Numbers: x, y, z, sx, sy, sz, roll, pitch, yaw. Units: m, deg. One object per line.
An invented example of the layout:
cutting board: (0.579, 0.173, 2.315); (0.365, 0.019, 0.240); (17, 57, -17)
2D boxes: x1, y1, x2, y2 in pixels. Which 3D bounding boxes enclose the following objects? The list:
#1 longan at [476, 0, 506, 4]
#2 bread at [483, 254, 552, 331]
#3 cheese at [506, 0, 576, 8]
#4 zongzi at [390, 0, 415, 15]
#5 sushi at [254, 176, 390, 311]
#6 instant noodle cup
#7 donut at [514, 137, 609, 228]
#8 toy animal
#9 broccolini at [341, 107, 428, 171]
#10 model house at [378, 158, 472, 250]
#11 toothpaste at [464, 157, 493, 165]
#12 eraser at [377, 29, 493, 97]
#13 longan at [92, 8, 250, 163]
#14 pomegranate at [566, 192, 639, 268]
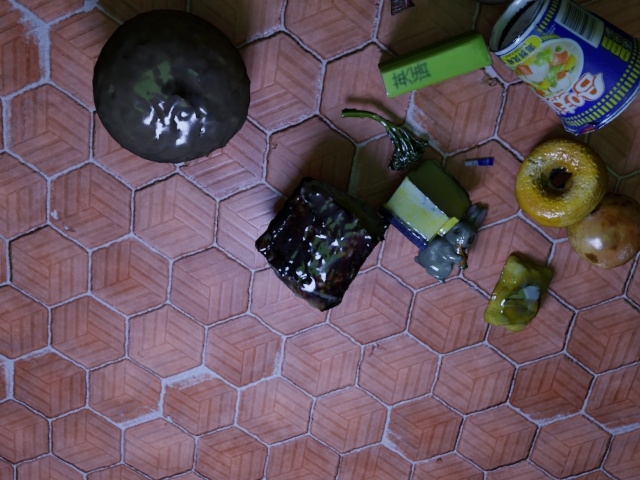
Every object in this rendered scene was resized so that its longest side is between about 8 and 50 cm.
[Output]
longan: (0.428, -0.678, 1.537); (0.167, 0.167, 0.187); (-34, 140, 13)
bread: (0.605, 0.173, 1.895); (0.161, 0.088, 0.233); (19, 109, -2)
cheese: (0.609, -0.651, 1.597); (0.270, 0.069, 0.177); (-32, 106, 11)
zongzi: (0.198, -0.633, 1.615); (0.067, 0.073, 0.083); (-12, 109, 26)
sushi: (0.001, -0.002, 1.744); (0.299, 0.281, 0.294); (34, 108, -3)
instant noodle cup: (0.594, -0.461, 1.534); (0.312, 0.284, 0.284); (30, 109, -17)
donut: (0.658, -0.161, 1.717); (0.254, 0.118, 0.253); (-1, 88, 32)
toy animal: (0.395, 0.000, 1.824); (0.127, 0.125, 0.251); (27, 104, -24)
broccolini: (0.167, -0.283, 1.752); (0.272, 0.062, 0.123); (25, 94, -13)
model house: (0.292, -0.085, 1.782); (0.194, 0.170, 0.211); (42, 133, 5)
toothpaste: (0.456, -0.225, 1.790); (0.083, 0.015, 0.024); (-2, 118, -2)
eraser: (0.291, -0.456, 1.608); (0.274, 0.210, 0.092); (-16, 109, 10)
longan: (-0.370, -0.376, 1.569); (0.391, 0.391, 0.391); (1, 110, 2)
pomegranate: (0.810, -0.020, 1.749); (0.215, 0.215, 0.215); (1, 110, 2)
